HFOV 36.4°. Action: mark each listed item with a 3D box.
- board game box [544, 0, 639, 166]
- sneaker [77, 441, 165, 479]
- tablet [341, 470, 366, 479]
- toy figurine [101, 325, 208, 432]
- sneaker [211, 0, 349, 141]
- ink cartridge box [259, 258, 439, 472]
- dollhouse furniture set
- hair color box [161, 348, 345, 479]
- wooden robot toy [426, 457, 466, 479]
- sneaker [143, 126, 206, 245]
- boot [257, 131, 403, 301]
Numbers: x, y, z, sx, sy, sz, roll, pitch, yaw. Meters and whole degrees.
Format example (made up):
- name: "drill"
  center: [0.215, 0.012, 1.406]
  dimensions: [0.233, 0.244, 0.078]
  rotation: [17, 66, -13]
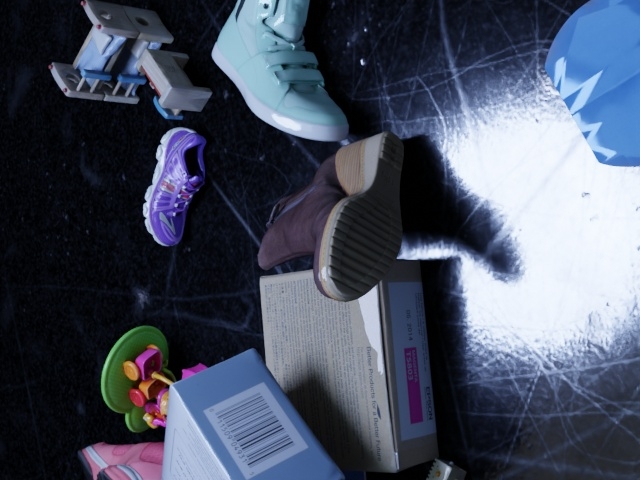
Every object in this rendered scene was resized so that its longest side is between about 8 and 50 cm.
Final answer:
- name: "board game box"
  center: [0.299, -0.155, 0.927]
  dimensions: [0.133, 0.033, 0.168]
  rotation: [-35, 73, 32]
- name: "sneaker"
  center: [-0.258, 0.346, 1.409]
  dimensions: [0.314, 0.136, 0.116]
  rotation: [-9, 98, 65]
- name: "tablet"
  center: [0.036, 0.295, 1.198]
  dimensions: [0.054, 0.006, 0.083]
  rotation: [-7, 85, 43]
- name: "toy figurine"
  center: [-0.200, 0.221, 1.357]
  dimensions: [0.159, 0.130, 0.173]
  rotation: [17, 125, 32]
- name: "sneaker"
  center: [-0.038, -0.234, 1.187]
  dimensions: [0.256, 0.094, 0.151]
  rotation: [46, 126, 34]
- name: "ink cartridge box"
  center: [0.030, 0.146, 1.142]
  dimensions: [0.193, 0.088, 0.234]
  rotation: [-9, 83, 41]
- name: "dollhouse furniture set"
  center: [-0.274, -0.229, 1.385]
  dimensions: [0.129, 0.129, 0.183]
  rotation: [-52, 58, 30]
- name: "hair color box"
  center: [-0.097, 0.317, 1.152]
  dimensions: [0.185, 0.114, 0.374]
  rotation: [52, 148, 28]
- name: "wooden robot toy"
  center: [0.102, 0.321, 1.099]
  dimensions: [0.079, 0.076, 0.173]
  rotation: [25, 108, 51]
- name: "sneaker"
  center: [-0.199, -0.072, 1.366]
  dimensions: [0.071, 0.068, 0.170]
  rotation: [17, 102, 35]
- name: "boot"
  center: [0.000, 0.000, 1.109]
  dimensions: [0.207, 0.090, 0.248]
  rotation: [-32, 28, 43]
